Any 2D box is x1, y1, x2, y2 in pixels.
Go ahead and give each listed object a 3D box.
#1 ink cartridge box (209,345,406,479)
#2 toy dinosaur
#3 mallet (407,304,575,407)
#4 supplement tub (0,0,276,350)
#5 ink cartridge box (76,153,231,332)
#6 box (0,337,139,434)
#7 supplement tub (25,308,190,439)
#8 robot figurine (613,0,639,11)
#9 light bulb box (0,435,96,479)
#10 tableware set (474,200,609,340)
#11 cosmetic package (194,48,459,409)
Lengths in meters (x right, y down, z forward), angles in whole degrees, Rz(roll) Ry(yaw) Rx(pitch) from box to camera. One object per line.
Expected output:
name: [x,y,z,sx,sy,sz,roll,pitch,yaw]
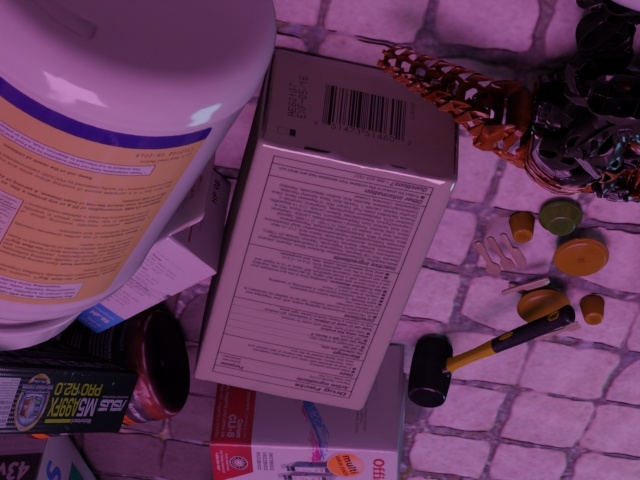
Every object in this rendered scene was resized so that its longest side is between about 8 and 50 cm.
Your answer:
ink cartridge box: [-0.008,0.182,1.555,0.176,0.127,0.128,2,138,4]
toy dinosaur: [0.210,-0.085,1.223,0.322,0.164,0.218,-6,159,-18]
mallet: [0.154,0.090,1.482,0.039,0.062,0.190,35,130,-28]
supplement tub: [-0.202,-0.091,1.185,0.241,0.241,0.331,22,136,-17]
ink cartridge box: [-0.138,-0.005,1.376,0.180,0.104,0.060,-26,129,32]
box: [-0.307,0.099,1.372,0.216,0.060,0.270,19,-179,20]
supplement tub: [-0.230,0.130,1.541,0.198,0.106,0.106,-11,136,19]
robot figurine: [0.292,-0.219,1.038,0.278,0.209,0.173,7,175,-2]
light bulb box: [-0.402,0.387,1.760,0.358,0.225,0.361,-6,137,14]
tableware set: [0.207,0.025,1.434,0.104,0.024,0.154,-19,132,21]
cosmetic package: [0.000,0.000,1.360,0.160,0.113,0.309,12,139,-7]
